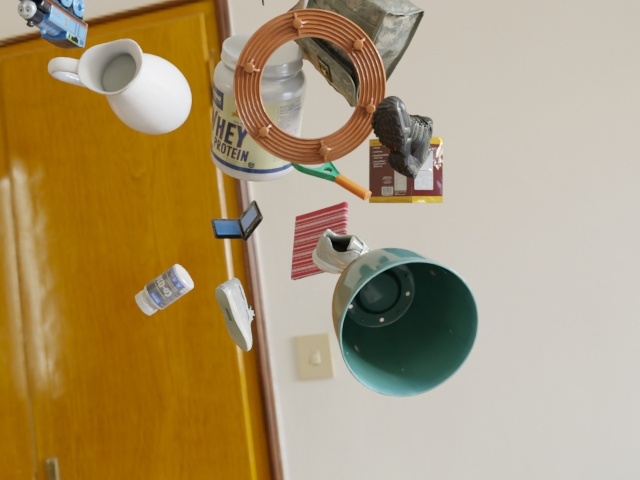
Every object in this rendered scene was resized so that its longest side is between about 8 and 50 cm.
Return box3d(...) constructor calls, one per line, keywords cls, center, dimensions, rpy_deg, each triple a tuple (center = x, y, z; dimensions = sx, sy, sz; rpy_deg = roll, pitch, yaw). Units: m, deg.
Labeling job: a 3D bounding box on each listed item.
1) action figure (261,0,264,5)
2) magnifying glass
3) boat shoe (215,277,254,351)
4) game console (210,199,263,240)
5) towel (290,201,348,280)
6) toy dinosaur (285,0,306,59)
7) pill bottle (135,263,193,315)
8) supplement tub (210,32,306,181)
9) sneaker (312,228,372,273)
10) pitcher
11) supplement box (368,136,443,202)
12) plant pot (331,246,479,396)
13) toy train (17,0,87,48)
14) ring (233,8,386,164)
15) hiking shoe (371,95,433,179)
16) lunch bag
box3d(cls="action figure", center=(-0.045, -0.624, 1.521), dimensions=(0.276, 0.164, 0.141), rpy_deg=(-33, -45, 15))
box3d(cls="magnifying glass", center=(0.023, -0.161, 1.729), dimensions=(0.231, 0.026, 0.092), rpy_deg=(35, 45, 24))
box3d(cls="boat shoe", center=(-0.224, 0.208, 2.035), dimensions=(0.079, 0.227, 0.081), rpy_deg=(15, 40, 44))
box3d(cls="game console", center=(-0.204, -0.052, 1.755), dimensions=(0.071, 0.107, 0.122), rpy_deg=(33, 13, -25))
box3d(cls="towel", center=(0.000, 0.000, 2.358), dimensions=(0.199, 0.275, 0.031), rpy_deg=(-16, -43, 22))
box3d(cls="toy dinosaur", center=(-0.051, -0.623, 2.169), dimensions=(0.200, 0.127, 0.295), rpy_deg=(31, -15, 36))
box3d(cls="pill bottle", center=(-0.404, 0.129, 1.865), dimensions=(0.137, 0.078, 0.078), rpy_deg=(-35, -8, 5))
box3d(cls="supplement tub", center=(-0.160, -0.341, 1.860), dimensions=(0.235, 0.325, 0.235), rpy_deg=(6, 36, -4))
box3d(cls="sneaker", center=(0.108, 0.050, 1.921), dimensions=(0.262, 0.099, 0.121), rpy_deg=(16, -42, 4))
box3d(cls="pitcher", center=(-0.316, -0.249, 1.169), dimensions=(0.178, 0.125, 0.207), rpy_deg=(8, -5, 16))
box3d(cls="supplement box", center=(0.252, -0.208, 2.151), dimensions=(0.129, 0.194, 0.191), rpy_deg=(-2, 4, -37))
box3d(cls="plant pot", center=(0.155, 0.145, 1.539), dimensions=(0.293, 0.293, 0.235), rpy_deg=(-6, 18, -10))
box3d(cls="toy train", center=(-0.533, -0.454, 1.432), dimensions=(0.080, 0.105, 0.184), rpy_deg=(4, -5, 14))
box3d(cls="ring", center=(-0.021, -0.331, 1.574), dimensions=(0.336, 0.336, 0.032), rpy_deg=(-7, 13, -3))
box3d(cls="hiking shoe", center=(0.179, -0.234, 1.509), dimensions=(0.086, 0.114, 0.227), rpy_deg=(28, -21, 32))
box3d(cls="lunch bag", center=(0.072, -0.483, 1.732), dimensions=(0.169, 0.235, 0.287), rpy_deg=(-18, -34, -40))
